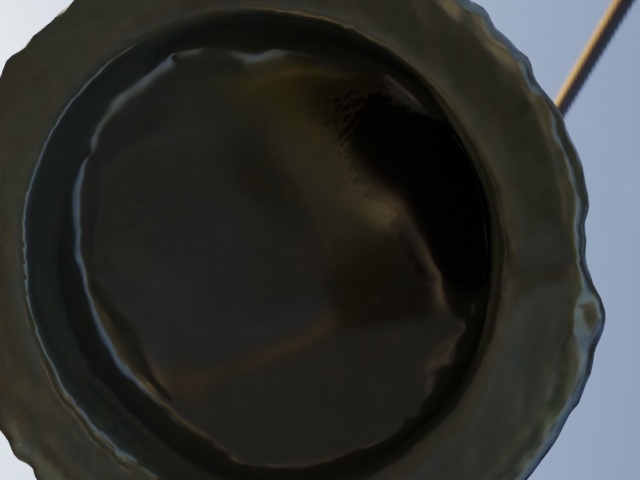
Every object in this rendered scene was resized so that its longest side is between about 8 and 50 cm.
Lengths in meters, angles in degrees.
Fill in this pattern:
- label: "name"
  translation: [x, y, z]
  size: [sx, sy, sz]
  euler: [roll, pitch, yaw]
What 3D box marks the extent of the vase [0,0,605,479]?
- label: "vase"
  translation: [0.000, 0.000, 0.478]
  size: [0.245, 0.291, 0.245]
  euler: [1, -86, 11]
